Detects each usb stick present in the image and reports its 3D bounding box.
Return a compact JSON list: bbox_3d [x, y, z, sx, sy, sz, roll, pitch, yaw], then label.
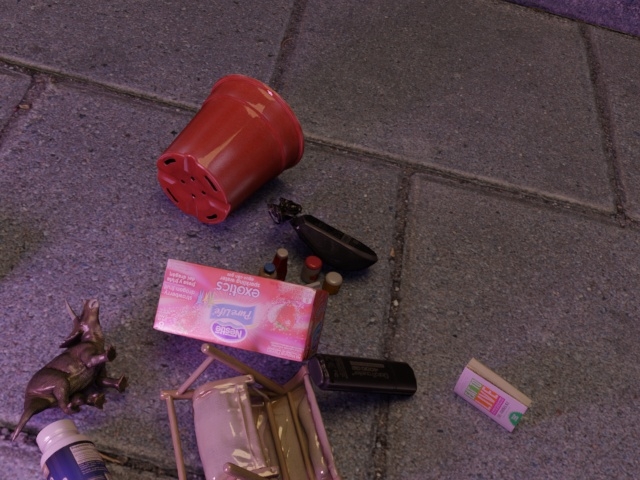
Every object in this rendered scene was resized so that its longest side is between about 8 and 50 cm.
[{"bbox_3d":[0.088,0.265,1.688,0.278,0.045,0.077,13,47,-43],"label":"usb stick"}]

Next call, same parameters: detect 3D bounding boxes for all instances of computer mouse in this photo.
[{"bbox_3d":[0.000,0.000,1.959,0.272,0.072,0.188,30,10,7],"label":"computer mouse"}]

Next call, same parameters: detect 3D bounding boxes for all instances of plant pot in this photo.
[{"bbox_3d":[-0.220,-0.196,1.983,0.272,0.272,0.265,30,54,13],"label":"plant pot"}]

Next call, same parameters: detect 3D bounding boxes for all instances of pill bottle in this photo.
[{"bbox_3d":[-0.416,0.391,1.461,0.094,0.094,0.169,-19,55,-31],"label":"pill bottle"}]

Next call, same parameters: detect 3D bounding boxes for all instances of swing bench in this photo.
[{"bbox_3d":[-0.123,0.349,1.529,0.254,0.165,0.253,19,37,-36],"label":"swing bench"}]

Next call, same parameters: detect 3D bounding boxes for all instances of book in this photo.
[{"bbox_3d":[0.348,0.316,1.754,0.144,0.096,0.035,34,47,18],"label":"book"}]

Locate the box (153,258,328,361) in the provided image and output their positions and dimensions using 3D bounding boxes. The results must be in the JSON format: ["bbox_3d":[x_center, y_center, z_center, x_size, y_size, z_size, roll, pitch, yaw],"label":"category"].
[{"bbox_3d":[-0.149,0.135,1.672,0.299,0.154,0.142,11,86,10],"label":"box"}]

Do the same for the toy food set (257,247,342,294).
[{"bbox_3d":[-0.057,0.081,1.855,0.232,0.105,0.111,-15,53,-28],"label":"toy food set"}]

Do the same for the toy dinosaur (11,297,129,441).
[{"bbox_3d":[-0.462,0.256,1.582,0.160,0.121,0.314,6,48,31],"label":"toy dinosaur"}]
